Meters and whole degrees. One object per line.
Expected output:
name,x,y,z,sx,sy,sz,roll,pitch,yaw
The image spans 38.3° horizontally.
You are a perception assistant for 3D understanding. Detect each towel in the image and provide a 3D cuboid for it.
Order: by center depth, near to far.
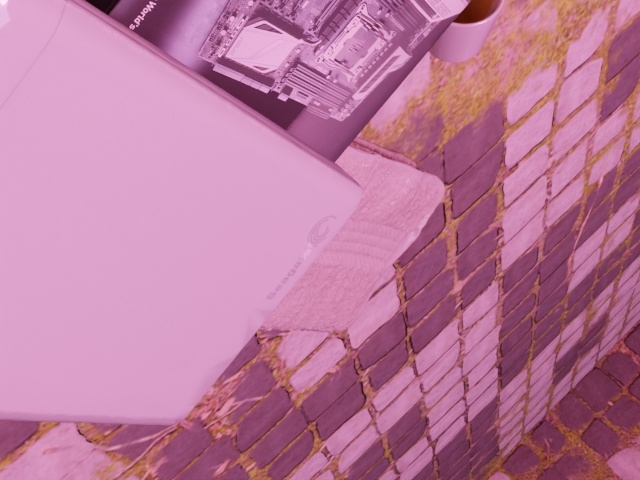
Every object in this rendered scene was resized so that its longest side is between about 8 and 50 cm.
towel,0.000,0.000,0.779,0.187,0.049,0.282,-56,152,15

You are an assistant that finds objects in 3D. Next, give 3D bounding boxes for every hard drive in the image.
hard drive,-0.110,0.006,0.463,0.203,0.040,0.307,-51,153,8

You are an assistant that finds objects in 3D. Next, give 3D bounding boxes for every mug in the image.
mug,0.109,-0.172,0.699,0.078,0.062,0.064,-33,158,-14

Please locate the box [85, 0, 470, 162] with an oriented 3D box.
box,-0.050,-0.112,0.519,0.307,0.076,0.242,-49,153,5
